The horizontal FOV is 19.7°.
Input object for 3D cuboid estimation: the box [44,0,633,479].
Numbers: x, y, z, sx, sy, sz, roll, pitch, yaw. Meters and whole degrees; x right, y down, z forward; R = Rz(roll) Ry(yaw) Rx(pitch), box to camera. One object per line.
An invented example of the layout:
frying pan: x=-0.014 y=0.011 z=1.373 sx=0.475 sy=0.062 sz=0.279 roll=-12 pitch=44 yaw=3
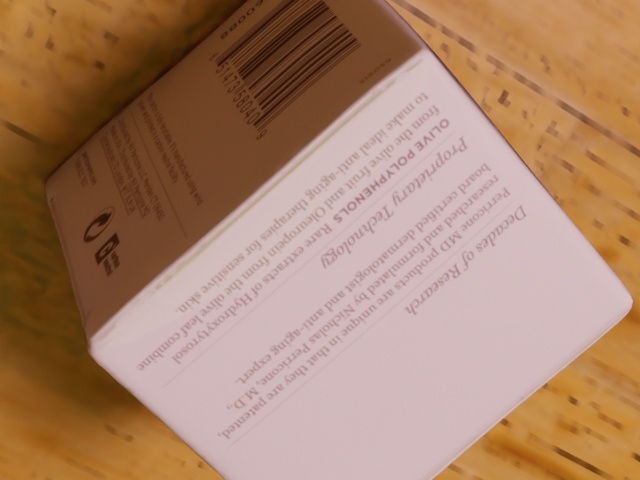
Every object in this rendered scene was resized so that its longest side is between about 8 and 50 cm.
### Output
box: x=0.000 y=0.000 z=0.450 sx=0.102 sy=0.101 sz=0.087 roll=-42 pitch=117 yaw=5
